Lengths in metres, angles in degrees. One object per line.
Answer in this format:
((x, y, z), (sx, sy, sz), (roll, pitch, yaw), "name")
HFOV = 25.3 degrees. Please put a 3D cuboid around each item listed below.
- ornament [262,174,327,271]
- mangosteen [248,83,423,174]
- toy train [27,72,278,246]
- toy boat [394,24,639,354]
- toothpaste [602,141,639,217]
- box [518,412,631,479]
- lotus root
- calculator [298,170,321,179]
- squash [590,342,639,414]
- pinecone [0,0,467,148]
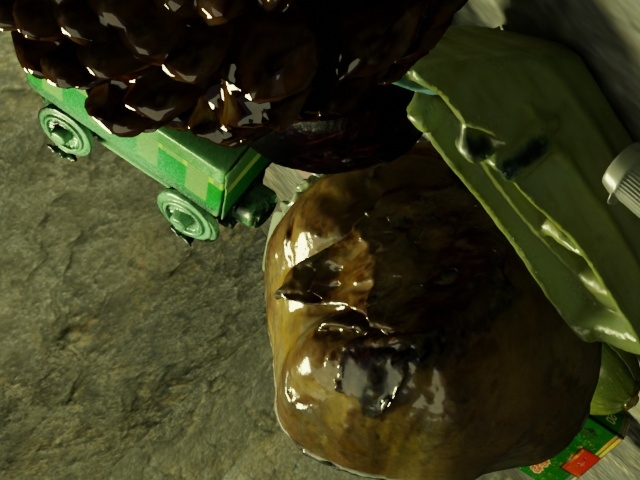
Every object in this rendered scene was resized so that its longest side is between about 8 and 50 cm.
((0.012, 0.007, 1.479), (0.130, 0.120, 0.285), (6, 168, -6), "ornament")
((0.006, -0.117, 0.909), (0.152, 0.152, 0.152), (46, 175, 5), "mangosteen")
((-0.171, -0.128, 1.450), (0.301, 0.120, 0.202), (34, 153, 10), "toy train")
((0.127, -0.037, 0.791), (0.276, 0.084, 0.111), (46, 173, -32), "toy boat")
((0.254, 0.058, 0.666), (0.301, 0.048, 0.075), (43, 170, 17), "toothpaste")
((0.179, 0.155, 1.432), (0.235, 0.034, 0.132), (34, 138, 0), "box")
((0.072, 0.037, 1.004), (0.272, 0.272, 0.192), (45, 165, 24), "lotus root")
((-0.029, -0.138, 1.493), (0.220, 0.048, 0.329), (46, 173, 17), "calculator")
((0.130, 0.023, 1.181), (0.341, 0.094, 0.094), (43, 174, 16), "squash")
((-0.027, -0.144, 0.567), (0.221, 0.221, 0.221), (46, 175, 5), "pinecone")
